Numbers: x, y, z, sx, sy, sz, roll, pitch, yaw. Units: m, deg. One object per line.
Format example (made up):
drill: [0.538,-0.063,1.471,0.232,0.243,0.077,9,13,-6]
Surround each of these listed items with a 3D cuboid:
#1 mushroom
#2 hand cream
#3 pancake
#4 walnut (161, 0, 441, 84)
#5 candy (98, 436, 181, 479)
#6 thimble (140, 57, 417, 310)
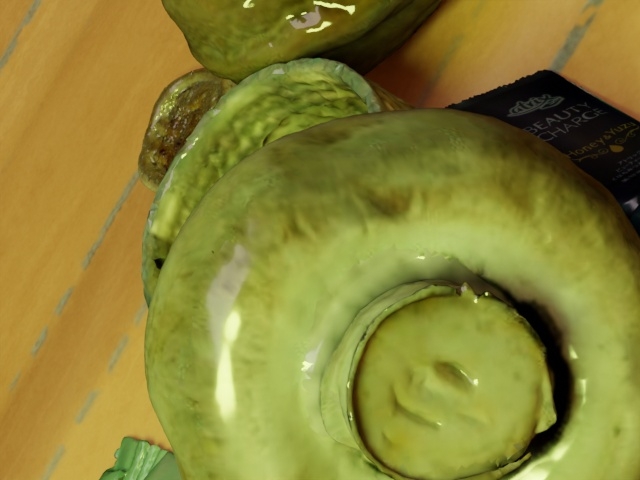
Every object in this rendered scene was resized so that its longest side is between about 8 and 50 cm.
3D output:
mushroom: [0.062,0.081,1.143,0.352,0.352,0.260,-64,12,-4]
hand cream: [0.197,-0.055,1.278,0.120,0.061,0.270,-23,35,-22]
pancake: [-0.128,-0.105,1.691,0.139,0.022,0.139,-25,50,35]
walnut: [-0.005,-0.248,1.489,0.283,0.227,0.283,-28,36,23]
candy: [-0.125,0.284,1.390,0.262,0.172,0.398,-62,19,-16]
thimble: [0.000,0.000,1.398,0.271,0.150,0.270,-25,52,35]
